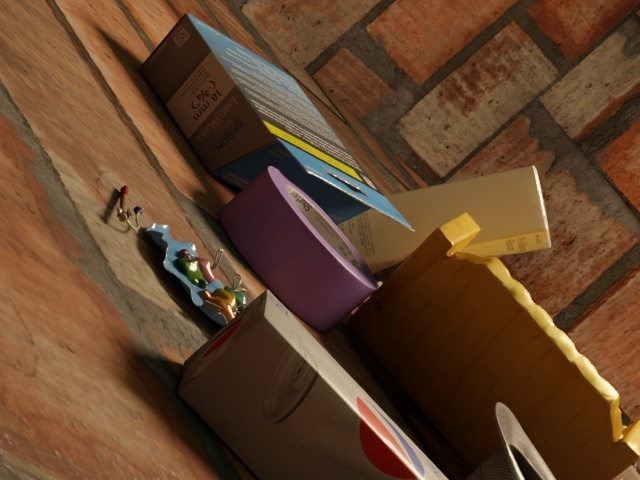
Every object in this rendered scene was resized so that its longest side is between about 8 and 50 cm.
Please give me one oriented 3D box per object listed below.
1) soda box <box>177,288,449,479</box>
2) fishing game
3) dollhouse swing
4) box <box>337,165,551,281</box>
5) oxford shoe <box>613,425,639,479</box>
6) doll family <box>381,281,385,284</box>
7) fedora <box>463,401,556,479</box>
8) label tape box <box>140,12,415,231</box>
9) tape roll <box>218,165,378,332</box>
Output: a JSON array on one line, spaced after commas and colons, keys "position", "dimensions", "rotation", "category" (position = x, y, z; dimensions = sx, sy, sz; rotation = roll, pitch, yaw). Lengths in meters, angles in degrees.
[{"position": [0.018, 0.179, 1.430], "dimensions": [0.286, 0.098, 0.091], "rotation": [48, 8, -9], "category": "soda box"}, {"position": [-0.092, 0.047, 1.678], "dimensions": [0.264, 0.041, 0.189], "rotation": [46, 6, -12], "category": "fishing game"}, {"position": [0.271, 0.126, 2.209], "dimensions": [0.347, 0.315, 0.305], "rotation": [49, 47, 8], "category": "dollhouse swing"}, {"position": [0.163, -0.018, 2.381], "dimensions": [0.113, 0.275, 0.094], "rotation": [50, 30, -73], "category": "box"}, {"position": [0.365, 0.291, 2.471], "dimensions": [0.364, 0.132, 0.130], "rotation": [-114, -174, -51], "category": "oxford shoe"}, {"position": [0.098, 0.050, 2.525], "dimensions": [0.193, 0.076, 0.111], "rotation": [52, 4, 6], "category": "doll family"}, {"position": [0.183, 0.298, 1.635], "dimensions": [0.275, 0.124, 0.244], "rotation": [56, 9, -8], "category": "fedora"}, {"position": [-0.059, -0.116, 2.275], "dimensions": [0.240, 0.106, 0.334], "rotation": [27, 21, -48], "category": "label tape box"}, {"position": [-0.025, 0.010, 2.048], "dimensions": [0.189, 0.080, 0.189], "rotation": [48, 8, -9], "category": "tape roll"}]
